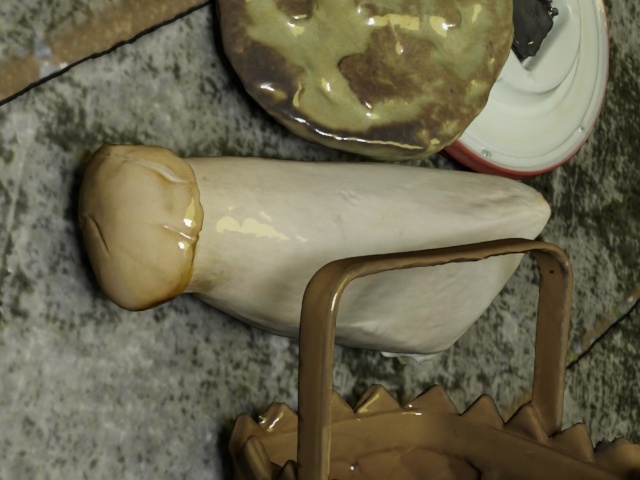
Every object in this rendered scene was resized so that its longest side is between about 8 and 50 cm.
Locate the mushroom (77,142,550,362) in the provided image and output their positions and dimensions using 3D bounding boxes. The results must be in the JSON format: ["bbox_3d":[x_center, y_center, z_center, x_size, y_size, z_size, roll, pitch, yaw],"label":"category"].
[{"bbox_3d":[-0.002,0.006,1.220,0.407,0.154,0.137,5,42,-37],"label":"mushroom"}]

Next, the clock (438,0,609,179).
[{"bbox_3d":[0.167,-0.214,1.460,0.318,0.080,0.318,11,75,-43],"label":"clock"}]

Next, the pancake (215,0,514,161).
[{"bbox_3d":[0.037,-0.196,1.302,0.295,0.049,0.294,10,66,-22],"label":"pancake"}]

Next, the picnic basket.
[{"bbox_3d":[0.088,0.164,1.142,0.254,0.291,0.321,-5,101,-39],"label":"picnic basket"}]
